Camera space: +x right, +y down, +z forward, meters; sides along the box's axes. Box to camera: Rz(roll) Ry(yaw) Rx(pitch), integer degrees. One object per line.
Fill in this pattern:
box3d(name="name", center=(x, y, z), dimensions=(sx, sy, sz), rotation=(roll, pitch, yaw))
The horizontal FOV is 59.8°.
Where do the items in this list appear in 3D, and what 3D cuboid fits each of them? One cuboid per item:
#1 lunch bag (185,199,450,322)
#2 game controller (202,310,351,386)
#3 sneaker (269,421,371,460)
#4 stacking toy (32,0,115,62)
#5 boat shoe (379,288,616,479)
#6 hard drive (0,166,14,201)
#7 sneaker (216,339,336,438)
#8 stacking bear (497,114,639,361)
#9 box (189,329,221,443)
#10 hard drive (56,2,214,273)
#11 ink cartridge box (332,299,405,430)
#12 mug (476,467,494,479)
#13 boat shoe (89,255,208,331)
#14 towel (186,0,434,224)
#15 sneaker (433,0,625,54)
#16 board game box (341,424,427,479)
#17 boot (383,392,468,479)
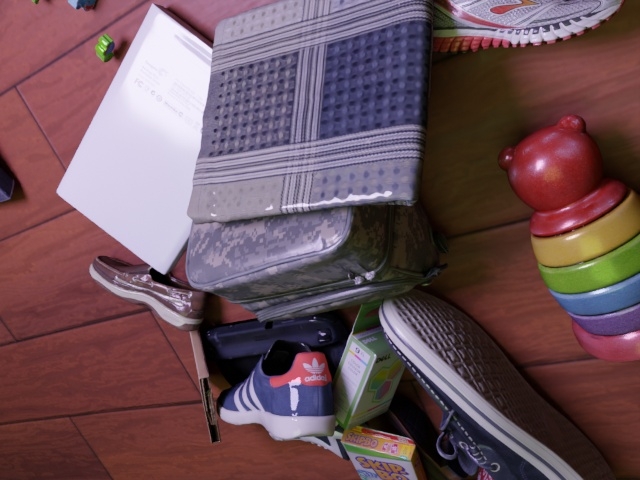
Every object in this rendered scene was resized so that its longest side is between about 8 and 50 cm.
box3d(name="lunch bag", center=(0.000, 0.000, 0.809), dimensions=(0.305, 0.212, 0.256), rotation=(-17, 149, 31))
box3d(name="game controller", center=(-0.077, 0.216, 1.062), dimensions=(0.319, 0.067, 0.166), rotation=(-13, 125, 30))
box3d(name="sneaker", center=(0.010, 0.373, 1.079), dimensions=(0.153, 0.094, 0.235), rotation=(44, 128, -7))
box3d(name="stacking toy", center=(-0.346, -0.405, 0.840), dimensions=(0.167, 0.052, 0.221), rotation=(43, 127, -1))
box3d(name="boat shoe", center=(0.256, 0.278, 0.867), dimensions=(0.500, 0.187, 0.156), rotation=(44, 119, -10))
box3d(name="hard drive", center=(-0.752, -0.142, 1.128), dimensions=(0.255, 0.054, 0.172), rotation=(-3, 137, 27))
box3d(name="sneaker", center=(-0.081, 0.250, 0.980), dimensions=(0.350, 0.131, 0.148), rotation=(-17, 69, 55))
box3d(name="stacking bear", center=(0.335, -0.012, 0.693), dimensions=(0.175, 0.164, 0.289), rotation=(-28, 98, 33))
box3d(name="box", center=(-0.227, 0.264, 1.080), dimensions=(0.021, 0.201, 0.164), rotation=(-11, 119, -15))
box3d(name="hard drive", center=(-0.248, -0.148, 0.884), dimensions=(0.233, 0.047, 0.353), rotation=(37, 110, 1))
box3d(name="ink cartridge box", center=(0.088, 0.198, 0.909), dimensions=(0.062, 0.109, 0.209), rotation=(34, 117, 36))
box3d(name="mug", center=(0.295, 0.488, 0.970), dimensions=(0.150, 0.169, 0.113), rotation=(-36, 99, 35))
box3d(name="boat shoe", center=(-0.327, 0.077, 1.082), dimensions=(0.258, 0.095, 0.095), rotation=(25, 101, 11))
box3d(name="towel", center=(-0.017, -0.174, 0.692), dimensions=(0.324, 0.056, 0.312), rotation=(-3, 74, 30))
box3d(name="sneaker", center=(0.223, -0.270, 0.635), dimensions=(0.225, 0.088, 0.092), rotation=(3, 116, 22))
box3d(name="board game box", center=(0.121, 0.403, 0.986), dimensions=(0.124, 0.039, 0.259), rotation=(5, 137, 25))
box3d(name="boot", center=(0.161, 0.375, 1.022), dimensions=(0.219, 0.082, 0.106), rotation=(46, 122, -7))
